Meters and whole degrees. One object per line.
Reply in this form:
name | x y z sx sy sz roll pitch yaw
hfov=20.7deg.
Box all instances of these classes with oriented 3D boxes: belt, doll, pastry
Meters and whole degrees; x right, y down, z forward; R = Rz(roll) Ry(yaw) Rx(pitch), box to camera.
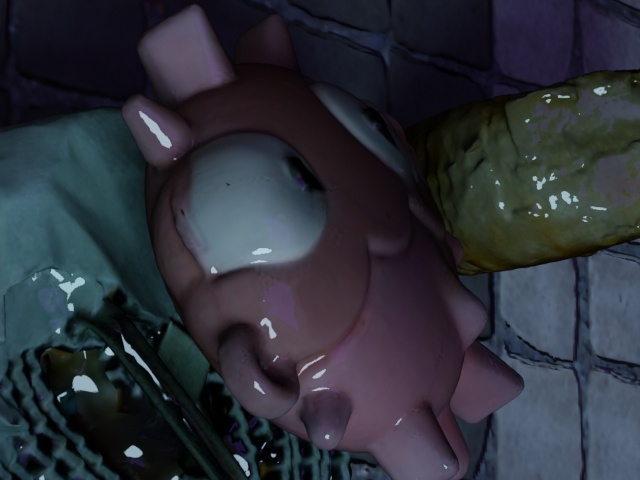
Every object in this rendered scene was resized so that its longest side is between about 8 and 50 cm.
belt | -0.103 0.066 0.723 0.257 0.150 0.207 56 41 -20
doll | 0.000 0.000 0.692 0.211 0.093 0.262 55 23 -4
pastry | 0.133 -0.037 0.933 0.182 0.192 0.093 -14 89 -17
